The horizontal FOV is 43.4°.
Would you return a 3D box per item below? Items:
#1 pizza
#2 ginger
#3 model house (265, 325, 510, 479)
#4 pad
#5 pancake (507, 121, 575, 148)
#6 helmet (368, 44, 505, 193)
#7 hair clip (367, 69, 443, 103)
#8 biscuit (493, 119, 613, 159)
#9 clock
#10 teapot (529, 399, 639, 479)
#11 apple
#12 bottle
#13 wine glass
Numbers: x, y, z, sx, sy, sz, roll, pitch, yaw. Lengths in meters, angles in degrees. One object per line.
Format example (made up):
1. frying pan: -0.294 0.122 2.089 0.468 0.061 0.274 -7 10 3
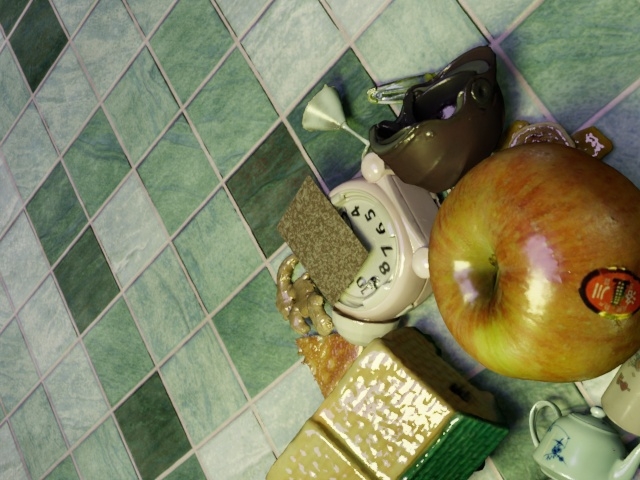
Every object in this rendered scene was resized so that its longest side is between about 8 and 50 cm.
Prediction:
1. pizza: 0.029 0.259 1.808 0.193 0.053 0.201 36 106 32
2. ginger: -0.035 0.151 1.825 0.259 0.065 0.150 49 132 48
3. model house: 0.165 0.414 1.566 0.342 0.334 0.382 40 109 19
4. pad: 0.000 0.000 1.664 0.235 0.003 0.158 53 127 29
5. pancake: 0.407 -0.151 1.483 0.139 0.022 0.140 2 94 36
6. helmet: 0.251 -0.214 1.537 0.177 0.305 0.225 53 168 -17
7. hair clip: 0.182 -0.316 1.696 0.188 0.033 0.060 -3 91 35
8. biscuit: 0.426 -0.172 1.506 0.183 0.039 0.174 51 120 25
9. clock: 0.109 0.019 1.671 0.325 0.184 0.342 -42 59 34
10. teapot: 0.466 0.360 1.421 0.232 0.158 0.159 21 103 48
11. apple: 0.383 0.042 1.352 0.400 0.333 0.401 14 107 57
12. bottle: 0.570 0.208 1.341 0.110 0.109 0.233 37 118 31
13. wine glass: 0.060 -0.243 1.744 0.183 0.122 0.122 39 113 27
